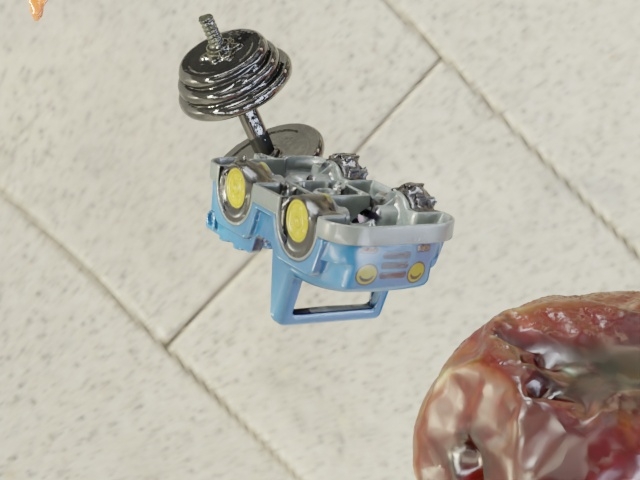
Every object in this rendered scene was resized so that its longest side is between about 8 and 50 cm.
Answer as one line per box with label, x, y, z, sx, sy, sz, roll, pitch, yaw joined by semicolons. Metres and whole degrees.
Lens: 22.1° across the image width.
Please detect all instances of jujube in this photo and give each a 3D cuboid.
jujube;0.268;0.178;1.379;0.377;0.276;0.276;8;74;-34

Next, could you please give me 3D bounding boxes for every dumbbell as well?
dumbbell;-0.055;-0.095;1.338;0.099;0.099;0.208;-40;126;-23

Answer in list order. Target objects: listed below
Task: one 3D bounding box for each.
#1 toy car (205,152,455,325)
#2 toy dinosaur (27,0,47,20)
toy car;0.000;0.000;1.084;0.097;0.191;0.100;-3;107;-31
toy dinosaur;-0.292;-0.124;1.003;0.280;0.055;0.101;6;80;17
